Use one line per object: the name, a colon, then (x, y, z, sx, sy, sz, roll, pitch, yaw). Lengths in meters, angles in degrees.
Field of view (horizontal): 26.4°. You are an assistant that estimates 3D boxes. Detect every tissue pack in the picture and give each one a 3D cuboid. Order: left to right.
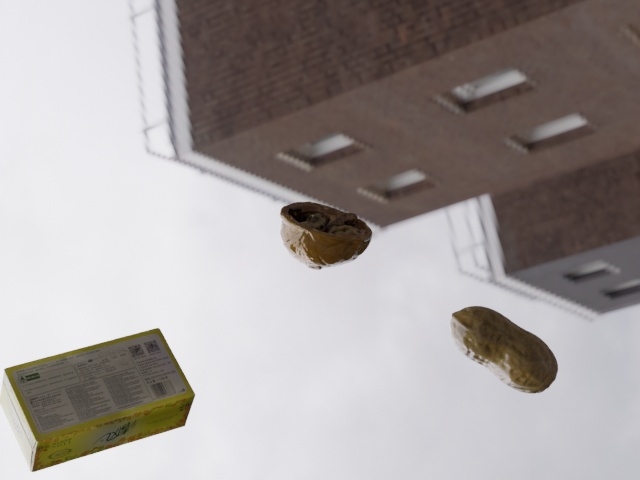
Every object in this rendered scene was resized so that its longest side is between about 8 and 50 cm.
tissue pack: (-0.230, 0.162, 1.399, 0.176, 0.062, 0.095, -15, -124, -29)

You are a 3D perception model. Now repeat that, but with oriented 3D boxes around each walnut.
walnut: (0.000, 0.000, 1.379, 0.121, 0.091, 0.052, -12, -55, -62)

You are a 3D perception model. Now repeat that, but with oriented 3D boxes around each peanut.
peanut: (0.300, 0.177, 2.220, 0.226, 0.095, 0.108, 34, -175, -24)
